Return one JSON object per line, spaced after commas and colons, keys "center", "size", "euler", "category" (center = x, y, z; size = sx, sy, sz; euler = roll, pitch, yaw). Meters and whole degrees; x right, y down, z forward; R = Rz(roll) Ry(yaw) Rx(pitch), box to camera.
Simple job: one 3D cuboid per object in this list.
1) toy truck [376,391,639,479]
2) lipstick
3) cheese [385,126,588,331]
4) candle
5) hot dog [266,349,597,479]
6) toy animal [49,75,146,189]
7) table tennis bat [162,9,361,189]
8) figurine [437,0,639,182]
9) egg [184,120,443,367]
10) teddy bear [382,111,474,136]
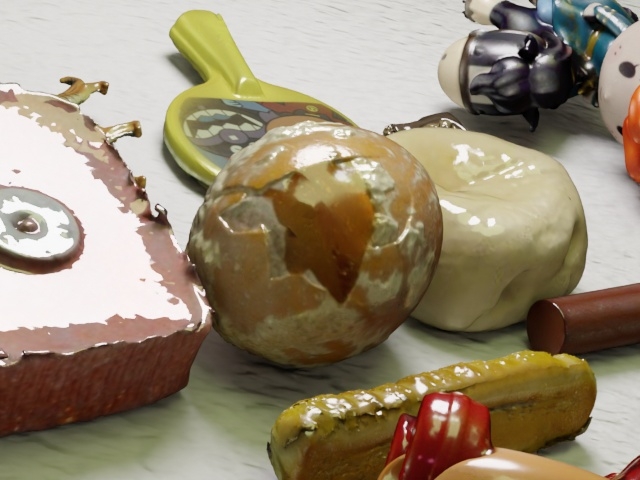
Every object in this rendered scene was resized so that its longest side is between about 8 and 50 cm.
{"center": [0.108, 0.228, 0.930], "size": [0.189, 0.239, 0.265], "euler": [16, -11, 3], "category": "toy truck"}
{"center": [0.339, 0.058, 1.416], "size": [0.357, 0.057, 0.057], "euler": [-7, 36, -32], "category": "lipstick"}
{"center": [0.130, -0.012, 1.388], "size": [0.235, 0.117, 0.218], "euler": [6, 32, -8], "category": "cheese"}
{"center": [-0.222, 0.032, 1.160], "size": [0.287, 0.131, 0.317], "euler": [21, 39, -1], "category": "candle"}
{"center": [0.086, 0.134, 1.162], "size": [0.289, 0.083, 0.068], "euler": [-6, 16, -31], "category": "hot dog"}
{"center": [-0.224, -0.097, 1.443], "size": [0.099, 0.056, 0.241], "euler": [-2, 34, -26], "category": "toy animal"}
{"center": [-0.068, -0.133, 1.578], "size": [0.224, 0.054, 0.368], "euler": [-1, 36, -27], "category": "table tennis bat"}
{"center": [0.325, -0.190, 1.698], "size": [0.412, 0.241, 0.306], "euler": [17, 19, 27], "category": "figurine"}
{"center": [0.000, 0.000, 1.234], "size": [0.233, 0.195, 0.195], "euler": [-27, 47, -33], "category": "egg"}
{"center": [0.121, -0.091, 1.557], "size": [0.119, 0.078, 0.160], "euler": [8, 31, -4], "category": "teddy bear"}
